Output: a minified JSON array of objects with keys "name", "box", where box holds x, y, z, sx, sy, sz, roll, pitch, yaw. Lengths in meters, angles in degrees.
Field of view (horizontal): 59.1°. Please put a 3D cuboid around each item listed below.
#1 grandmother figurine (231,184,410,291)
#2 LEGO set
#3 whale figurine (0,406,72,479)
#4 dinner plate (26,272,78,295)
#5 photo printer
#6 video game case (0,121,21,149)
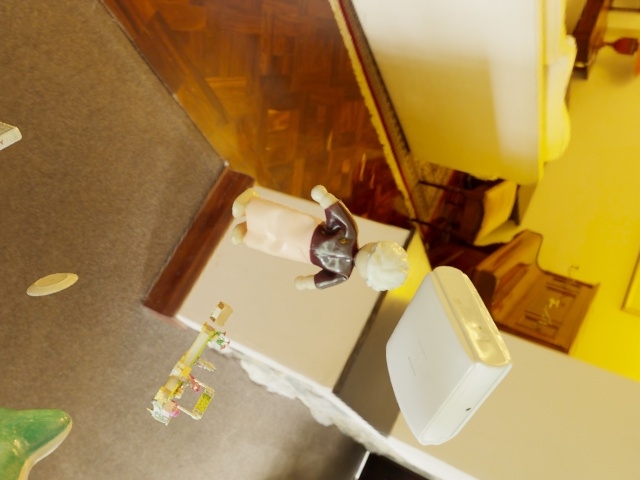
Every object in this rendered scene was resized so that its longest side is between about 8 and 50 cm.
[{"name":"grandmother figurine","box":[0.000,0.000,1.025,0.104,0.342,0.208,-44,147,-46]},{"name":"LEGO set","box":[-0.256,0.280,1.235,0.287,0.107,0.132,-59,-176,-34]},{"name":"whale figurine","box":[-0.343,0.231,0.488,0.272,0.216,0.141,-63,145,-56]},{"name":"dinner plate","box":[-0.780,0.122,1.641,0.141,0.141,0.017,-33,123,-49]},{"name":"photo printer","box":[0.239,0.247,1.157,0.107,0.256,0.308,4,132,-20]},{"name":"video game case","box":[-0.584,-0.140,0.841,0.183,0.201,0.023,-47,145,-38]}]
